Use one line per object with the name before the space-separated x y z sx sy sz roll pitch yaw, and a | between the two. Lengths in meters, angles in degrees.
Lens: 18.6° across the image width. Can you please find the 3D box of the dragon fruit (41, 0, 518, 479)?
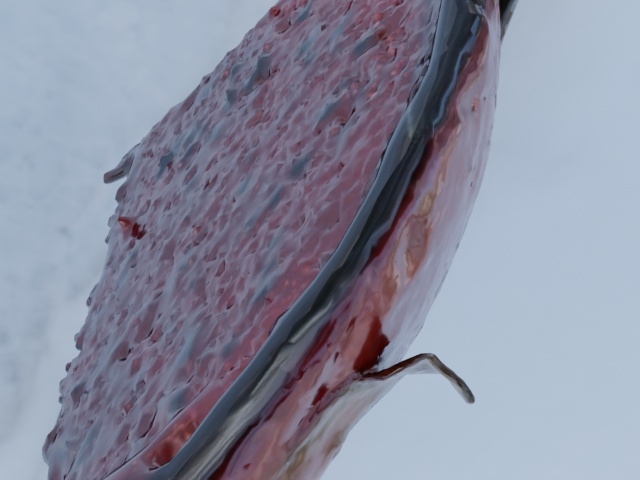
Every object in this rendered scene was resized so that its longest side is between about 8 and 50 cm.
dragon fruit | 0.000 0.000 0.754 0.100 0.282 0.343 31 36 -16
